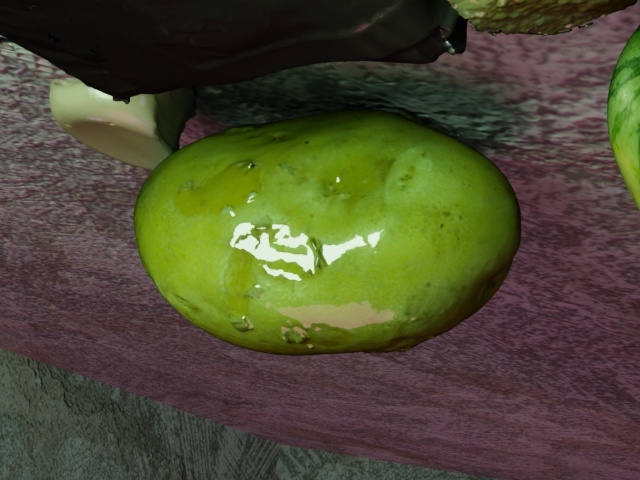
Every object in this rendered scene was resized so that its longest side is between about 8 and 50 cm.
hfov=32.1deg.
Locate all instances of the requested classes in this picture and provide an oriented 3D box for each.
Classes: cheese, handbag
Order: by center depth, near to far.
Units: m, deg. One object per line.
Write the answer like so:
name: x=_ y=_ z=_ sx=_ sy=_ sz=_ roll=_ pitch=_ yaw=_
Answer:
handbag: x=-0.082 y=-0.124 z=0.499 sx=0.247 sy=0.080 sz=0.223 roll=0 pitch=161 yaw=37
cheese: x=-0.137 y=-0.093 z=0.709 sx=0.092 sy=0.047 sz=0.171 roll=6 pitch=163 yaw=17

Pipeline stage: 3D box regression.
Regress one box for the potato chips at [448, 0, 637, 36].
potato chips: x=0.100 y=-0.133 z=0.406 sx=0.142 sy=0.026 sz=0.209 roll=-1 pitch=156 yaw=25

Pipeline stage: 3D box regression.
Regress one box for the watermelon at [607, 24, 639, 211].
watermelon: x=0.203 y=-0.039 z=0.467 sx=0.141 sy=0.140 sz=0.187 roll=-3 pitch=159 yaw=43

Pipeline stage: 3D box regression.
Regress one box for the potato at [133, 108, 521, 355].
potato: x=0.000 y=0.000 z=0.691 sx=0.253 sy=0.186 sz=0.148 roll=4 pitch=121 yaw=37
